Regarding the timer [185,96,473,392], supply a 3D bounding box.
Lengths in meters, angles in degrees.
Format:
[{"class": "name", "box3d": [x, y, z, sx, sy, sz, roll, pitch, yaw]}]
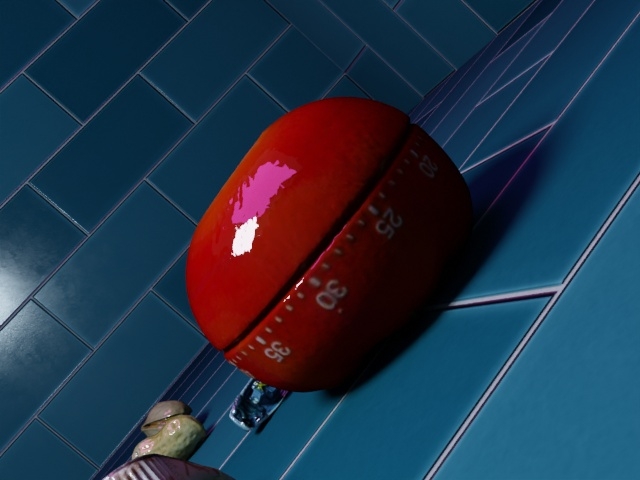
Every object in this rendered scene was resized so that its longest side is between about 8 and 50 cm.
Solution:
[{"class": "timer", "box3d": [0.000, 0.000, 0.942, 0.378, 0.279, 0.378, -50, 7, 8]}]

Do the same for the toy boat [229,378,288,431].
[{"class": "toy boat", "box3d": [-0.084, 0.228, 1.128, 0.137, 0.060, 0.061, -45, -17, -34]}]

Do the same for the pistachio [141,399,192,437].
[{"class": "pistachio", "box3d": [-0.331, 0.401, 1.632, 0.113, 0.113, 0.149, -52, 5, -35]}]

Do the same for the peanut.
[{"class": "peanut", "box3d": [-0.308, 0.420, 1.468, 0.214, 0.099, 0.099, -40, 8, 24]}]

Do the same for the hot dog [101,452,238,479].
[{"class": "hot dog", "box3d": [-0.168, 0.298, 0.803, 0.144, 0.075, 0.268, -43, -23, -1]}]
